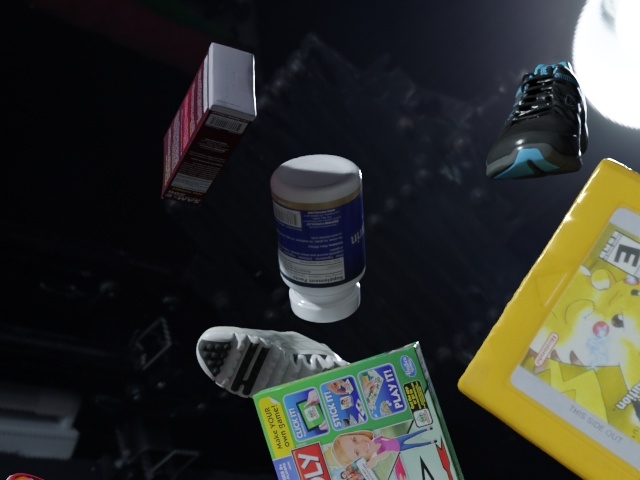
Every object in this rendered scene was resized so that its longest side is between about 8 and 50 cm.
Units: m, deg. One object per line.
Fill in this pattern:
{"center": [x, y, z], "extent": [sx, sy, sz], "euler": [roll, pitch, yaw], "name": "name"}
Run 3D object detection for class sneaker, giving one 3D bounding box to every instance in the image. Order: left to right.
{"center": [-0.081, 0.196, 1.515], "extent": [0.292, 0.110, 0.118], "euler": [20, -160, -32], "name": "sneaker"}
{"center": [0.293, -0.165, 1.245], "extent": [0.341, 0.125, 0.139], "euler": [-39, -56, -67], "name": "sneaker"}

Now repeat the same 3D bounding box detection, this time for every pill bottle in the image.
{"center": [0.000, 0.000, 1.563], "extent": [0.153, 0.153, 0.264], "euler": [-82, -11, -59], "name": "pill bottle"}

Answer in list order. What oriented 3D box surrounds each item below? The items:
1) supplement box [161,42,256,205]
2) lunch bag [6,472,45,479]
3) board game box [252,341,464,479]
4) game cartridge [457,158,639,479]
{"center": [-0.178, -0.175, 1.424], "extent": [0.073, 0.239, 0.130], "euler": [13, -127, -24], "name": "supplement box"}
{"center": [-0.323, 0.459, 1.161], "extent": [0.258, 0.120, 0.293], "euler": [44, -168, -45], "name": "lunch bag"}
{"center": [0.067, 0.306, 1.102], "extent": [0.046, 0.213, 0.317], "euler": [-2, -106, -77], "name": "board game box"}
{"center": [0.335, 0.115, 0.864], "extent": [0.324, 0.285, 0.053], "euler": [34, -175, 31], "name": "game cartridge"}
